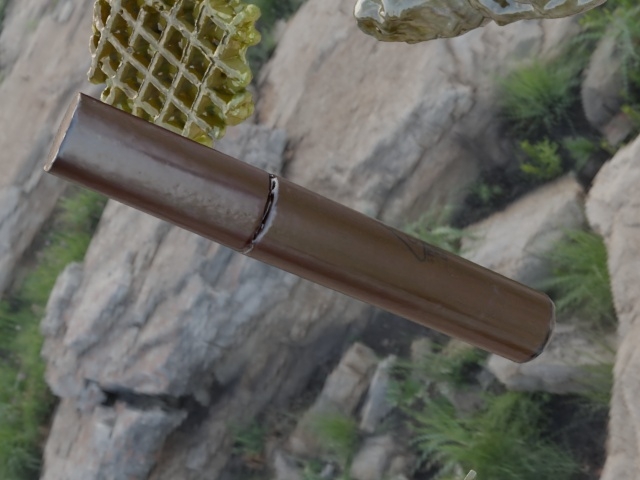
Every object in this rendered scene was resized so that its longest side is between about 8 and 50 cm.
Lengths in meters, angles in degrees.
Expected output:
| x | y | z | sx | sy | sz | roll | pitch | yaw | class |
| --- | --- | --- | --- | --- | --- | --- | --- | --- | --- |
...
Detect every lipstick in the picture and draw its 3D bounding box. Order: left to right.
| x | y | z | sx | sy | sz | roll | pitch | yaw | class |
| --- | --- | --- | --- | --- | --- | --- | --- | --- | --- |
| 0.000 | 0.000 | 0.701 | 0.057 | 0.356 | 0.057 | -52 | 26 | 38 | lipstick |

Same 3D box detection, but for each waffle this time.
| x | y | z | sx | sy | sz | roll | pitch | yaw | class |
| --- | --- | --- | --- | --- | --- | --- | --- | --- | --- |
| -0.117 | -0.154 | 0.840 | 0.191 | 0.038 | 0.191 | 13 | 113 | 33 | waffle |

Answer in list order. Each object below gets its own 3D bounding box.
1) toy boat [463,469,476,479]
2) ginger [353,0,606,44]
| x | y | z | sx | sy | sz | roll | pitch | yaw | class |
| --- | --- | --- | --- | --- | --- | --- | --- | --- | --- |
| 0.205 | 0.356 | 1.304 | 0.072 | 0.206 | 0.064 | -33 | 40 | -20 | toy boat |
| 0.162 | -0.174 | 0.441 | 0.333 | 0.080 | 0.166 | -33 | 29 | 1 | ginger |
